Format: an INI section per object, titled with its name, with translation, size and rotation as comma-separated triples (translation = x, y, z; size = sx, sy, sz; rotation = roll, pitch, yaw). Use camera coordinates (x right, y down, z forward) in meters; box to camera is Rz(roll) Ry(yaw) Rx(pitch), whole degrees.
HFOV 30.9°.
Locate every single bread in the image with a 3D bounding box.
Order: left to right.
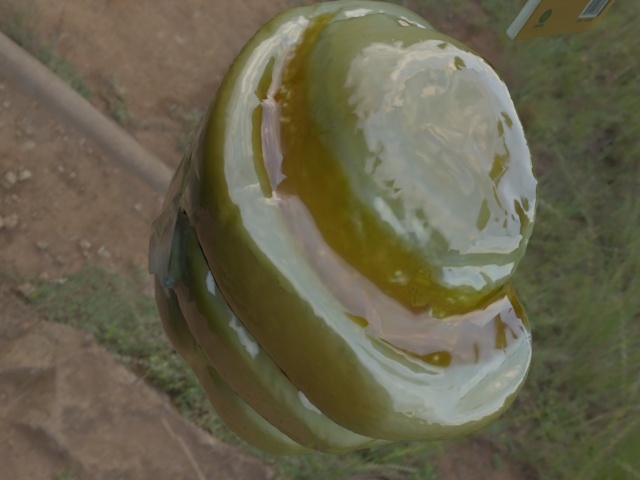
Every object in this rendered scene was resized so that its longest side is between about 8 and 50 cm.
[bread]
translation = 0.000, 0.000, 0.778
size = 0.210, 0.341, 0.301
rotation = -8, 85, -19

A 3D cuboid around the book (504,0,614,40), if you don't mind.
[book]
translation = 0.378, -0.378, 1.483
size = 0.208, 0.295, 0.020
rotation = -15, 59, -45
